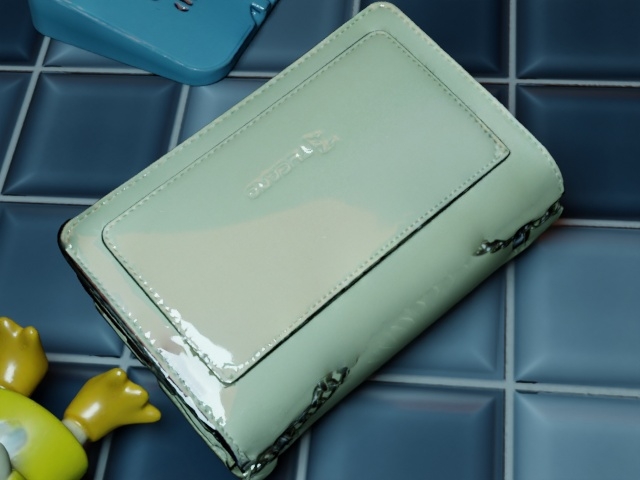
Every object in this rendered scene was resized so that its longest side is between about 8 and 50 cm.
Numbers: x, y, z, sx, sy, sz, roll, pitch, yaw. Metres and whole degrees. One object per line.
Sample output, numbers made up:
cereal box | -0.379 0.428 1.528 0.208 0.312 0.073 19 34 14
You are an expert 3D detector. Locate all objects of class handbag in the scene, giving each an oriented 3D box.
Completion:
handbag | 0.000 0.000 0.863 0.358 0.160 0.237 -38 68 -16

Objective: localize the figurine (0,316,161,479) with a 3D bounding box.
figurine | -0.265 0.228 0.736 0.215 0.187 0.344 14 54 24

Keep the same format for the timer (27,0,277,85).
timer | -0.168 -0.288 1.122 0.250 0.091 0.232 27 63 7
